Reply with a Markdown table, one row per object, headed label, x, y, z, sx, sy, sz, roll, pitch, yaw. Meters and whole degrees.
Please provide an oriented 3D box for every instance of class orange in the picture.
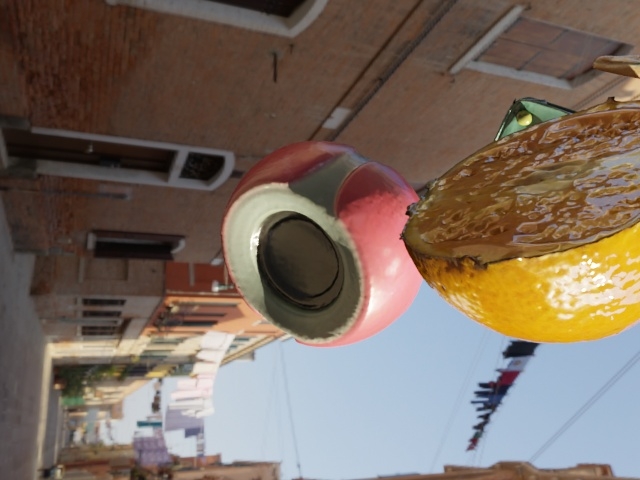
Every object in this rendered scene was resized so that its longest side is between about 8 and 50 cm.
| label | x | y | z | sx | sy | sz | roll | pitch | yaw |
| --- | --- | --- | --- | --- | --- | --- | --- | --- | --- |
| orange | 0.226 | -0.039 | 0.562 | 0.274 | 0.275 | 0.309 | 129 | -25 | -55 |

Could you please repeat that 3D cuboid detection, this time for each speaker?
| label | x | y | z | sx | sy | sz | roll | pitch | yaw |
| --- | --- | --- | --- | --- | --- | --- | --- | --- | --- |
| speaker | 0.000 | 0.000 | 0.835 | 0.294 | 0.295 | 0.293 | -176 | -90 | -69 |

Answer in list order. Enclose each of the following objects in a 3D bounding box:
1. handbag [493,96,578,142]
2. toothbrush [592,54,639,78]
| label | x | y | z | sx | sy | sz | roll | pitch | yaw |
| --- | --- | --- | --- | --- | --- | --- | --- | --- | --- |
| handbag | 0.479 | -0.145 | 1.221 | 0.274 | 0.100 | 0.268 | 28 | -64 | 17 |
| toothbrush | 0.394 | -0.106 | 0.419 | 0.376 | 0.028 | 0.037 | 19 | -47 | 29 |
